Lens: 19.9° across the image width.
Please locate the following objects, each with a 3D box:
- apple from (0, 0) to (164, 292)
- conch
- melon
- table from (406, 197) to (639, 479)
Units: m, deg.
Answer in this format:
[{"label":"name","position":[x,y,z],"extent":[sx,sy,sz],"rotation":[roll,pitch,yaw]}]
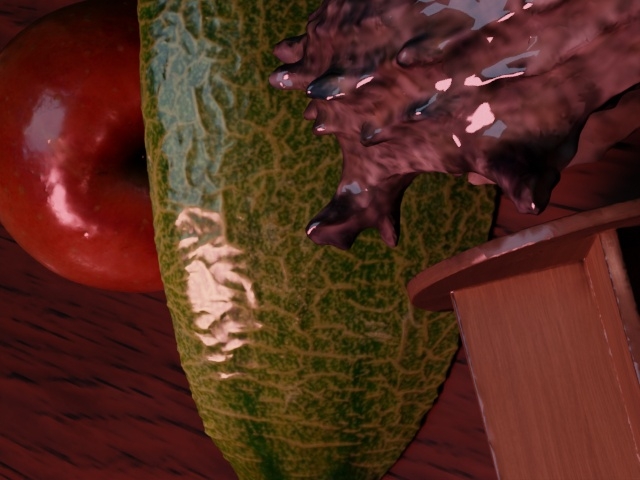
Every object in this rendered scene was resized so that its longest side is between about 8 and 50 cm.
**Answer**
[{"label":"apple","position":[-0.121,-0.057,1.106],"extent":[0.168,0.181,0.181],"rotation":[-175,93,-73]},{"label":"conch","position":[0.115,-0.112,0.815],"extent":[0.186,0.240,0.313],"rotation":[46,104,8]},{"label":"melon","position":[0.000,0.000,0.995],"extent":[0.124,0.196,0.323],"rotation":[-164,74,-85]},{"label":"table","position":[0.145,0.108,0.789],"extent":[0.167,0.167,0.227],"rotation":[-25,74,45]}]
